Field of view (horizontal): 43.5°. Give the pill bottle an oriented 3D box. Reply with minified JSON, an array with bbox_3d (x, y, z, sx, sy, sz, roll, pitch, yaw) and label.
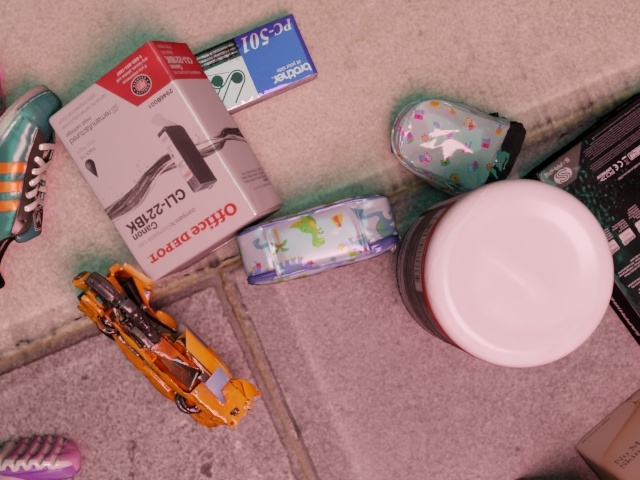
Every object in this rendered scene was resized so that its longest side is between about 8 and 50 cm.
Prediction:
[{"bbox_3d":[0.210,0.039,1.037,0.210,0.363,0.210,0,89,-2],"label":"pill bottle"}]

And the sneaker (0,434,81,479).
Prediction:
[{"bbox_3d":[-0.452,0.347,1.144,0.237,0.095,0.104,-10,96,2],"label":"sneaker"}]

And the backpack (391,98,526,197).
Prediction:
[{"bbox_3d":[0.192,-0.140,1.164,0.182,0.115,0.151,23,91,0],"label":"backpack"}]

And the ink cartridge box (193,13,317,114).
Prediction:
[{"bbox_3d":[-0.117,-0.247,1.185,0.207,0.046,0.097,-24,91,-3],"label":"ink cartridge box"}]

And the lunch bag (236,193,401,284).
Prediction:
[{"bbox_3d":[0.000,0.000,1.123,0.219,0.176,0.090,-16,90,1],"label":"lunch bag"}]

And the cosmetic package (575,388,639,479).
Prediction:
[{"bbox_3d":[0.484,0.304,1.075,0.160,0.309,0.113,-40,92,-4],"label":"cosmetic package"}]

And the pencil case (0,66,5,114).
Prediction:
[{"bbox_3d":[-0.600,-0.216,1.128,0.284,0.124,0.124,-6,89,-2],"label":"pencil case"}]

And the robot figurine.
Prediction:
[{"bbox_3d":[-0.222,0.143,1.109,0.291,0.211,0.085,47,65,-5],"label":"robot figurine"}]

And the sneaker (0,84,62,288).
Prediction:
[{"bbox_3d":[-0.431,-0.069,1.143,0.121,0.108,0.302,31,96,-3],"label":"sneaker"}]

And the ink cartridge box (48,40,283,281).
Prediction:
[{"bbox_3d":[-0.211,-0.107,1.116,0.197,0.114,0.272,-32,92,20],"label":"ink cartridge box"}]

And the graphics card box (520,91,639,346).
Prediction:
[{"bbox_3d":[0.499,-0.013,1.187,0.233,0.094,0.371,-37,92,-2],"label":"graphics card box"}]
